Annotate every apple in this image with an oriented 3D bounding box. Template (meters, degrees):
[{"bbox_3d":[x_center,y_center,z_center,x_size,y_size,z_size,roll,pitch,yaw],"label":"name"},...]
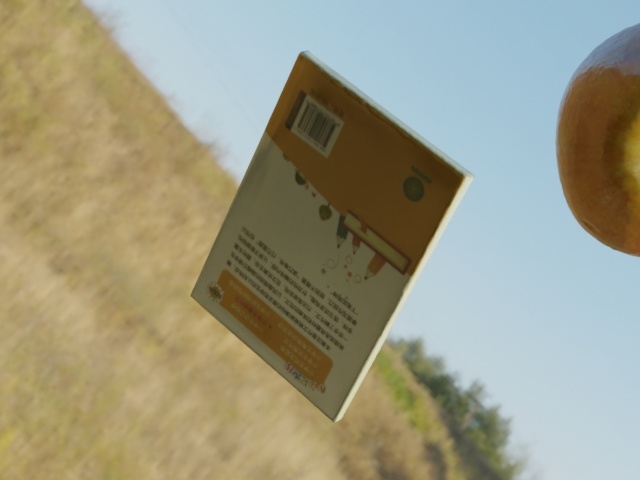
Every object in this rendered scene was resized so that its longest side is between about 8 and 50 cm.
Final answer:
[{"bbox_3d":[0.403,-0.121,1.548,0.301,0.301,0.301,42,-7,7],"label":"apple"}]

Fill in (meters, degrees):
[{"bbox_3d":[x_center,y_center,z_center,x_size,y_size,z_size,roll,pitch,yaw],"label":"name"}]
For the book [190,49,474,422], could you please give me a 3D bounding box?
[{"bbox_3d":[0.000,0.000,1.268,0.208,0.295,0.020,39,31,22],"label":"book"}]
